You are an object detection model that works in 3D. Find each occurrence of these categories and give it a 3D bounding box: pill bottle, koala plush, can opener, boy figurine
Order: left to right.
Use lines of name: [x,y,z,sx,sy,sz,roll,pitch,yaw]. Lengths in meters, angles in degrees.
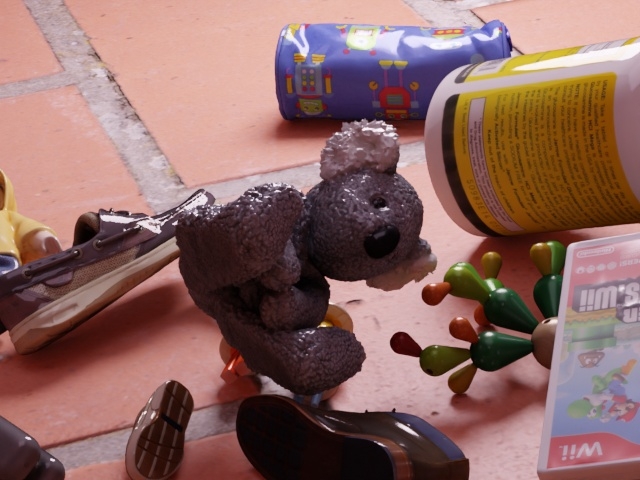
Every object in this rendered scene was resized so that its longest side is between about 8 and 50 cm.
can opener: [-0.345,0.180,1.765,0.283,0.076,0.095,24,70,46]
boy figurine: [-0.361,0.006,2.089,0.177,0.092,0.285,-7,28,2]
koala plush: [0.000,0.000,1.777,0.221,0.196,0.203,-31,20,-22]
pill bottle: [0.289,-0.107,1.991,0.334,0.188,0.188,-5,20,38]

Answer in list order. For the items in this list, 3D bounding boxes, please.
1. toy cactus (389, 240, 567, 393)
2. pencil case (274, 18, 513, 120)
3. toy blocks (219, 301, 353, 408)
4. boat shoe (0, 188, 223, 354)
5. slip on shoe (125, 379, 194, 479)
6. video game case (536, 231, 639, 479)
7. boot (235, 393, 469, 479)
toy cactus: [0.185,0.085,1.826,0.180,0.112,0.219,33,39,26]
pencil case: [0.096,-0.214,2.419,0.306,0.119,0.133,-1,50,10]
toy blocks: [-0.039,0.114,1.833,0.123,0.054,0.148,0,26,10]
boat shoe: [-0.216,0.011,1.989,0.285,0.092,0.103,-35,2,-33]
slip on shoe: [-0.150,0.177,1.742,0.041,0.051,0.135,-38,21,28]
video game case: [0.301,0.091,1.700,0.204,0.025,0.285,-10,40,23]
boot: [0.025,0.182,1.683,0.106,0.082,0.219,2,11,-41]
